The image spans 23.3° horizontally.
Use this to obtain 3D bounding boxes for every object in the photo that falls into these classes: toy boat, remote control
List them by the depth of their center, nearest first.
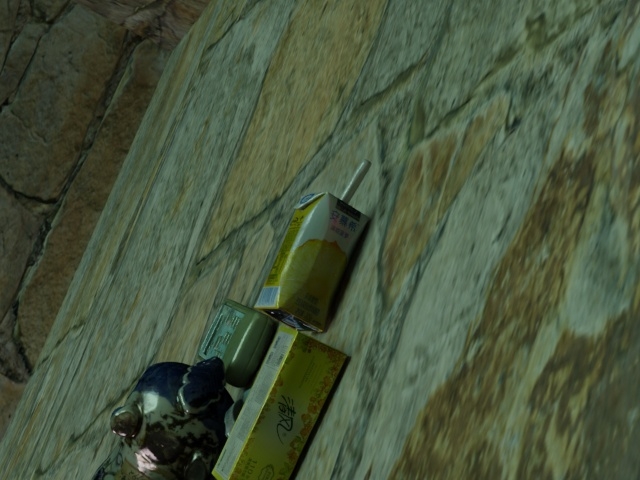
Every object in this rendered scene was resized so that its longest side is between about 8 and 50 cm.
[{"bbox_3d":[-0.062,0.173,1.781,0.122,0.034,0.096,-50,17,17],"label":"toy boat"},{"bbox_3d":[-0.112,0.130,2.010,0.098,0.038,0.233,-64,13,-4],"label":"remote control"}]

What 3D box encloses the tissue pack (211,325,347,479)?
[{"bbox_3d":[-0.043,0.182,1.611,0.176,0.062,0.095,-66,12,-5],"label":"tissue pack"}]

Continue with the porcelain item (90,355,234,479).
[{"bbox_3d":[-0.192,0.262,1.913,0.288,0.138,0.186,-61,-4,28],"label":"porcelain item"}]

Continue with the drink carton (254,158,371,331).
[{"bbox_3d":[0.000,0.000,1.743,0.074,0.084,0.200,-10,53,61],"label":"drink carton"}]
